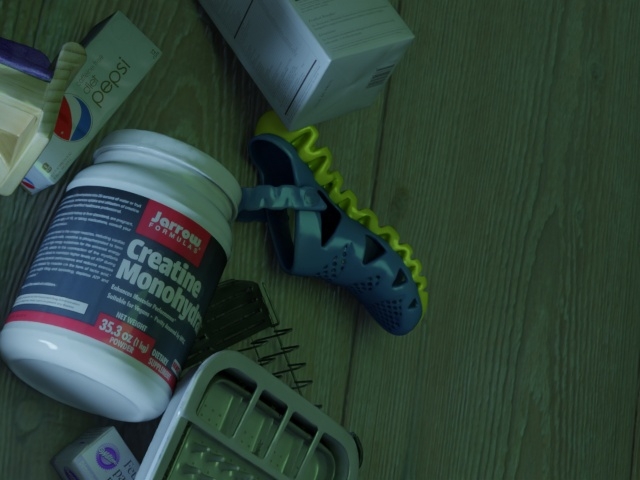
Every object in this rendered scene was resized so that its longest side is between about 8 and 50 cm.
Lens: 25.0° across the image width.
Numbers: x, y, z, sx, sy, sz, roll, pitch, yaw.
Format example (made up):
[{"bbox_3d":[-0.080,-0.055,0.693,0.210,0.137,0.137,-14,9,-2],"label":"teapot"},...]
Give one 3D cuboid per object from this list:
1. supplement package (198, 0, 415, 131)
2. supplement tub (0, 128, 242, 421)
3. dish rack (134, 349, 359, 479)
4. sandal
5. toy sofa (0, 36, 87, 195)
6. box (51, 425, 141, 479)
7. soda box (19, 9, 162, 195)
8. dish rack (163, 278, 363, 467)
[{"bbox_3d":[-0.028,-0.275,1.707,0.134,0.139,0.244,-21,68,-36],"label":"supplement package"},{"bbox_3d":[-0.208,0.038,1.543,0.191,0.191,0.272,32,65,-26],"label":"supplement tub"},{"bbox_3d":[-0.108,0.307,1.521,0.285,0.072,0.333,41,63,-41],"label":"dish rack"},{"bbox_3d":[0.000,0.000,1.746,0.317,0.126,0.138,48,59,-7],"label":"sandal"},{"bbox_3d":[-0.423,-0.202,1.414,0.362,0.150,0.177,22,59,-19],"label":"toy sofa"},{"bbox_3d":[-0.174,0.351,1.587,0.063,0.067,0.324,-40,105,-33],"label":"box"},{"bbox_3d":[-0.273,-0.154,1.609,0.074,0.069,0.216,45,59,-18],"label":"soda box"},{"bbox_3d":[-0.088,0.184,1.673,0.208,0.074,0.271,-26,96,-36],"label":"dish rack"}]
